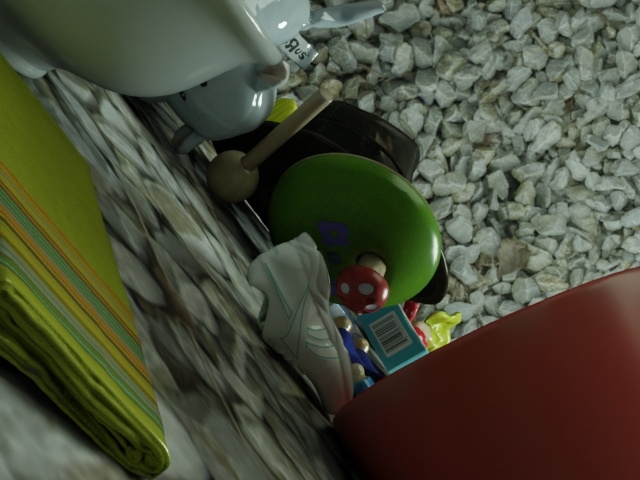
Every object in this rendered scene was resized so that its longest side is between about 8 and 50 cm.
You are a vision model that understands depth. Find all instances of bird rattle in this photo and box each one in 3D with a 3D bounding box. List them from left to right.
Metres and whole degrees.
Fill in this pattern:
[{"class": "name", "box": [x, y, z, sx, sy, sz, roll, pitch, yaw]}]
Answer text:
[{"class": "bird rattle", "box": [0.170, 0.187, 1.571, 0.253, 0.143, 0.207, 28, 43, -76]}]

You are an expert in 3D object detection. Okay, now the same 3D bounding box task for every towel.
[{"class": "towel", "box": [-0.115, -0.008, 0.405, 0.102, 0.021, 0.237, 59, -1, -36]}]

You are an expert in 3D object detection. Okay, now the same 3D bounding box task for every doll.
[{"class": "doll", "box": [0.054, 0.151, 0.911, 0.129, 0.046, 0.189, 51, 4, -33]}]

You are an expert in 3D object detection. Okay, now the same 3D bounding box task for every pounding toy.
[{"class": "pounding toy", "box": [0.000, 0.000, 0.941, 0.237, 0.183, 0.110, 49, 41, -17]}]

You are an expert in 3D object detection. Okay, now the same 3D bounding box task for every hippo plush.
[{"class": "hippo plush", "box": [-0.124, -0.192, 0.966, 0.294, 0.234, 0.237, 36, 44, -30]}]

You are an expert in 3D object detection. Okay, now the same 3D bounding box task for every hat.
[{"class": "hat", "box": [0.035, -0.071, 1.116, 0.331, 0.134, 0.331, 28, -21, 11]}]

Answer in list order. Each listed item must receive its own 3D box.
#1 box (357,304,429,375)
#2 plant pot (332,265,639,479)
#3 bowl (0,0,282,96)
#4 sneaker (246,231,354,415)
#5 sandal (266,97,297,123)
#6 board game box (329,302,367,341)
[{"class": "box", "box": [0.130, 0.181, 1.348, 0.100, 0.060, 0.244, 60, 1, 38]}, {"class": "plant pot", "box": [0.178, 0.185, 0.704, 0.243, 0.275, 0.275, 65, 6, 15]}, {"class": "bowl", "box": [-0.160, -0.191, 0.568, 0.298, 0.134, 0.298, 55, 3, -5]}, {"class": "sneaker", "box": [-0.015, 0.070, 0.742, 0.053, 0.061, 0.152, -136, -152, -66]}, {"class": "sandal", "box": [-0.067, -0.134, 1.449, 0.138, 0.126, 0.317, 58, 4, -16]}, {"class": "board game box", "box": [0.020, 0.086, 1.287, 0.090, 0.020, 0.090, 52, 5, -39]}]
